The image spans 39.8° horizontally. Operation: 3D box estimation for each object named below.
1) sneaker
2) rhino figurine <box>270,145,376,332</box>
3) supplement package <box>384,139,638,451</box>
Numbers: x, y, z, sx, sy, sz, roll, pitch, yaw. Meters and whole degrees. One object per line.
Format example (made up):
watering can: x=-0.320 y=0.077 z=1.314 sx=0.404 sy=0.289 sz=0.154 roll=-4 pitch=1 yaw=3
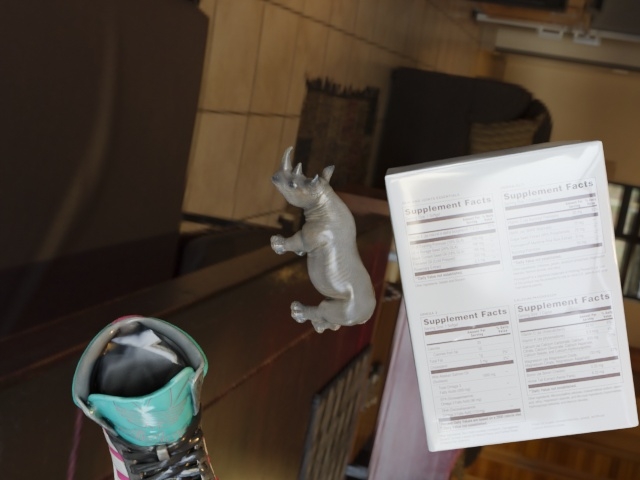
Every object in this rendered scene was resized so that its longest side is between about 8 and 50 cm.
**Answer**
sneaker: x=-0.146 y=0.190 z=0.818 sx=0.178 sy=0.123 sz=0.295 roll=98 pitch=-30 yaw=-61
rhino figurine: x=0.000 y=0.000 z=1.088 sx=0.073 sy=0.106 sz=0.243 roll=-30 pitch=106 yaw=-55
supplement package: x=0.182 y=0.044 z=0.890 sx=0.199 sy=0.198 sz=0.263 roll=-52 pitch=133 yaw=-82
